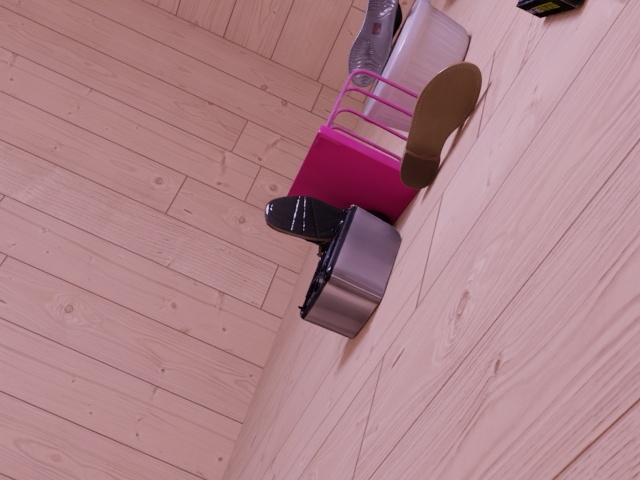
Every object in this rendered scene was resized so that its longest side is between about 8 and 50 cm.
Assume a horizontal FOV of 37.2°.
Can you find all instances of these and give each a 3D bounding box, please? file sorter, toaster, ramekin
[{"bbox_3d":[0.082,-0.154,1.787,0.291,0.202,0.182,122,173,-61],"label":"file sorter"},{"bbox_3d":[0.046,0.061,1.612,0.168,0.110,0.186,119,175,-53],"label":"toaster"},{"bbox_3d":[0.197,-0.340,1.916,0.273,0.127,0.273,-156,90,-87],"label":"ramekin"}]

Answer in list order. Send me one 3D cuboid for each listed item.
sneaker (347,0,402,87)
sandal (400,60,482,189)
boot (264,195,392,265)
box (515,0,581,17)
[{"bbox_3d":[0.126,-0.421,1.998,0.118,0.083,0.222,10,-81,-74],"label":"sneaker"},{"bbox_3d":[0.184,-0.199,1.519,0.079,0.088,0.240,-81,10,-53],"label":"sandal"},{"bbox_3d":[0.001,0.002,1.784,0.178,0.236,0.085,113,163,-60],"label":"boot"},{"bbox_3d":[0.312,-0.367,1.143,0.184,0.045,0.191,-99,34,-79],"label":"box"}]
